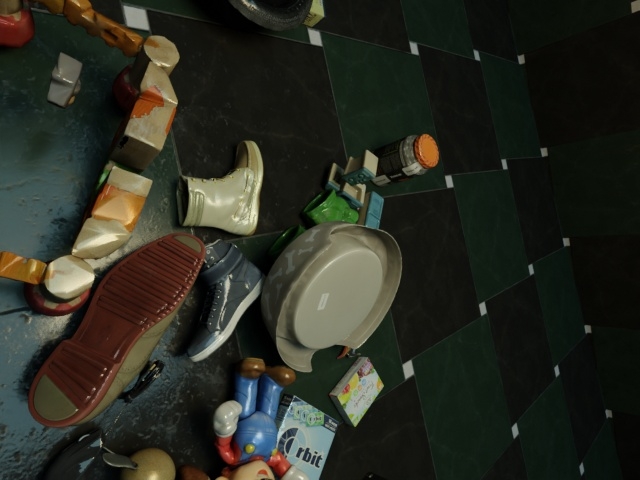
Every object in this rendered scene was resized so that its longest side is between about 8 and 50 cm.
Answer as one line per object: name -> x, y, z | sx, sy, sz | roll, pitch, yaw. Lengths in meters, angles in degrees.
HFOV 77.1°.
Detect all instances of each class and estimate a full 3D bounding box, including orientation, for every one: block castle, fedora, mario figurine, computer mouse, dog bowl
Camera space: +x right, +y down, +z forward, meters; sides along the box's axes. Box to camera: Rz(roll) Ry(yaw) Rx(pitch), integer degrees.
block castle -> -0.413, -0.141, 0.580 | 0.303, 0.213, 0.453 | 24, 65, -32
fedora -> -0.168, -0.610, 0.906 | 0.334, 0.152, 0.334 | 8, 77, -39
mario figurine -> -0.105, 0.393, 0.752 | 0.198, 0.170, 0.321 | 7, 62, -7
computer mouse -> -0.348, 0.292, 0.649 | 0.041, 0.071, 0.242 | 45, 55, -14
dog bowl -> 0.023, 0.114, 0.881 | 0.348, 0.102, 0.349 | -23, 129, -32

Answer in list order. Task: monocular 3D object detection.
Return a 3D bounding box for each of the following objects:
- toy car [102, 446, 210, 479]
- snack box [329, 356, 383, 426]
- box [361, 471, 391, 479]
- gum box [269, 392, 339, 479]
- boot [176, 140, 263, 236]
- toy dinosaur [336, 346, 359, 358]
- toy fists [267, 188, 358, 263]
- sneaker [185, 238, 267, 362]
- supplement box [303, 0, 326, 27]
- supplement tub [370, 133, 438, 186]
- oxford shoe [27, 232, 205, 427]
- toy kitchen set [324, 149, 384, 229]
toy car -> -0.283, 0.398, 0.638 | 0.188, 0.155, 0.149 | 49, 54, -11
snack box -> 0.095, 0.384, 1.031 | 0.141, 0.037, 0.100 | -40, 110, -38
box -> 0.122, 0.685, 0.965 | 0.156, 0.093, 0.158 | -17, 94, -41
gum box -> -0.053, 0.461, 0.888 | 0.157, 0.041, 0.184 | 42, 57, -27
boot -> -0.209, -0.122, 0.837 | 0.165, 0.077, 0.213 | 8, 80, -38
toy dinosaur -> 0.082, 0.258, 1.043 | 0.090, 0.047, 0.082 | 4, 61, -30
toy fists -> 0.000, 0.000, 0.981 | 0.142, 0.096, 0.279 | 54, 52, -22
sneaker -> -0.219, 0.102, 0.777 | 0.163, 0.086, 0.226 | 52, 51, -24
supplement box -> -0.038, -0.640, 1.087 | 0.083, 0.056, 0.083 | -4, 85, -41
supplement tub -> 0.234, -0.231, 1.159 | 0.117, 0.190, 0.117 | 8, 78, -39
oxford shoe -> -0.317, 0.137, 0.676 | 0.123, 0.130, 0.348 | 30, 63, 8
toy kitchen set -> 0.124, -0.115, 1.059 | 0.207, 0.166, 0.122 | 29, 64, -33
